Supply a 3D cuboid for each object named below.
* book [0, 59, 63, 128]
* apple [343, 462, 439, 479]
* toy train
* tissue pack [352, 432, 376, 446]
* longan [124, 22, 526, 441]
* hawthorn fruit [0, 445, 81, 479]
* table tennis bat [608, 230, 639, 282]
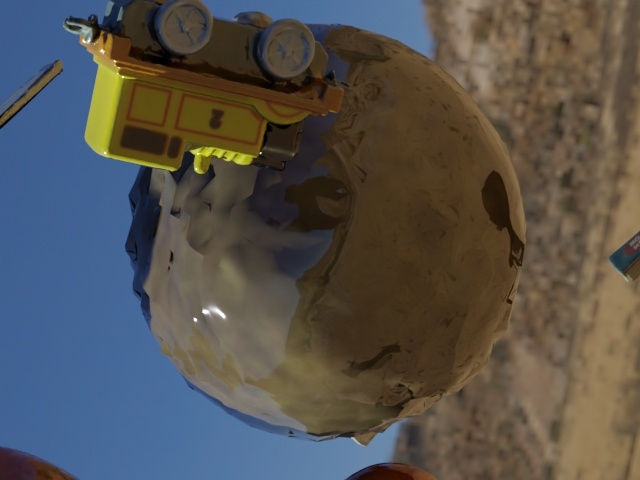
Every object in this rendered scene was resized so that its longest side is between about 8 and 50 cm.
[{"bbox_3d":[-0.460,-0.170,2.621,0.231,0.026,0.157,-43,12,-10],"label":"book"},{"bbox_3d":[0.067,0.290,1.736,0.139,0.163,0.163,-117,30,-59],"label":"apple"},{"bbox_3d":[-0.082,-0.108,1.308,0.089,0.219,0.127,32,110,64],"label":"toy train"},{"bbox_3d":[0.027,0.144,2.341,0.159,0.229,0.145,-47,-40,-8],"label":"tissue pack"},{"bbox_3d":[0.000,0.000,1.701,0.391,0.391,0.391,12,-90,-81],"label":"longan"},{"bbox_3d":[-0.319,0.287,1.784,0.199,0.251,0.199,-40,-27,-25],"label":"hawthorn fruit"},{"bbox_3d":[0.399,-0.071,1.773,0.022,0.301,0.173,43,-171,-35],"label":"table tennis bat"}]
